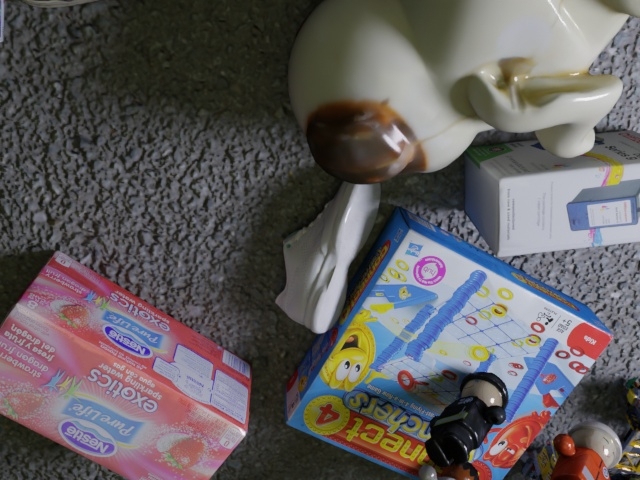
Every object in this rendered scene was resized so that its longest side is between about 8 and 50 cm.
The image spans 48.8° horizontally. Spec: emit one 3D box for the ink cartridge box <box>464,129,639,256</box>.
[{"bbox_3d":[0.283,-0.059,0.798,0.212,0.154,0.093,-4,111,0],"label":"ink cartridge box"}]

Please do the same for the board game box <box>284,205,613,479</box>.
[{"bbox_3d":[0.157,0.160,0.915,0.308,0.086,0.302,26,108,-13],"label":"board game box"}]

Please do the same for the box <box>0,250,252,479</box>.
[{"bbox_3d":[-0.245,0.169,0.861,0.300,0.154,0.142,33,106,-16],"label":"box"}]

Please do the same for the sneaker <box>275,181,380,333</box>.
[{"bbox_3d":[0.000,0.000,0.856,0.094,0.080,0.212,25,98,31],"label":"sneaker"}]

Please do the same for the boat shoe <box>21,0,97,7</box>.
[{"bbox_3d":[-0.192,-0.294,0.713,0.285,0.092,0.103,-9,111,0],"label":"boat shoe"}]

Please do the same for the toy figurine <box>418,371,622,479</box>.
[{"bbox_3d":[0.221,0.282,0.816,0.213,0.148,0.210,19,120,25],"label":"toy figurine"}]

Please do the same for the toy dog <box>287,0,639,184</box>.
[{"bbox_3d":[0.140,-0.212,0.645,0.395,0.285,0.408,14,136,-40],"label":"toy dog"}]

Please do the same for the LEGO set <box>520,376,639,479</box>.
[{"bbox_3d":[0.379,0.338,0.895,0.192,0.331,0.255,12,131,-6],"label":"LEGO set"}]

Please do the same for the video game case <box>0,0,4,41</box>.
[{"bbox_3d":[-0.382,-0.281,0.751,0.087,0.011,0.122,9,111,-7],"label":"video game case"}]
